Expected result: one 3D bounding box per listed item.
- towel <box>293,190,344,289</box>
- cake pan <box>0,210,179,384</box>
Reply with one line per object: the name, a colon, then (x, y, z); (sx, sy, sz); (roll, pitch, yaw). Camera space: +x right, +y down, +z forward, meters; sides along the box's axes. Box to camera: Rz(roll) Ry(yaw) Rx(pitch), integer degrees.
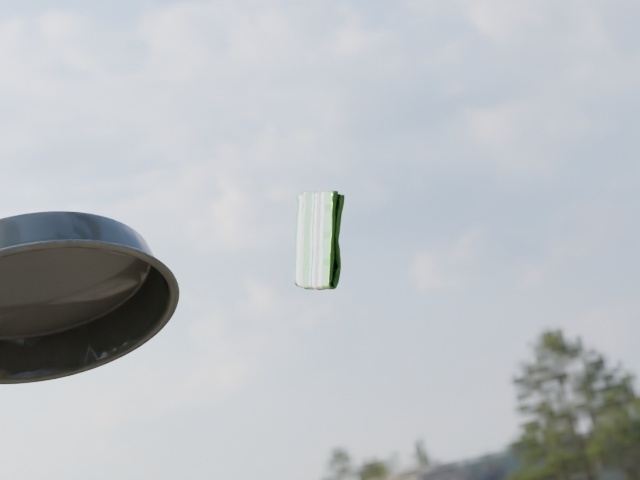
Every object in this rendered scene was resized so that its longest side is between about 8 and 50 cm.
towel: (0.000, 0.000, 2.015); (0.023, 0.113, 0.152); (2, 0, -16)
cake pan: (-0.295, 0.059, 1.858); (0.293, 0.054, 0.293); (-11, -30, -6)
